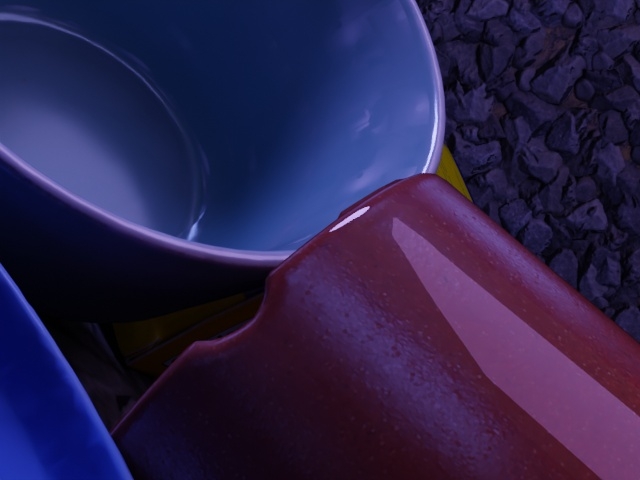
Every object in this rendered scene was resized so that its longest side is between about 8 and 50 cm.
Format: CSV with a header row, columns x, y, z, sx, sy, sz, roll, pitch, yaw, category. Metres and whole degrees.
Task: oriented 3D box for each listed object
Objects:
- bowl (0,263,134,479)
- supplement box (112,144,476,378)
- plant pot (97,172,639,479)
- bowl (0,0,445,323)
x,y,z,sx,sy,sz,roll,pitch,yaw,category
-0.173,0.022,0.249,0.391,0.077,0.391,50,6,-7,bowl
0.000,0.000,0.893,0.356,0.194,0.195,39,28,-63,supplement box
0.063,0.133,0.476,0.265,0.272,0.272,47,5,10,plant pot
-0.107,-0.083,0.623,0.311,0.163,0.312,21,49,-25,bowl
